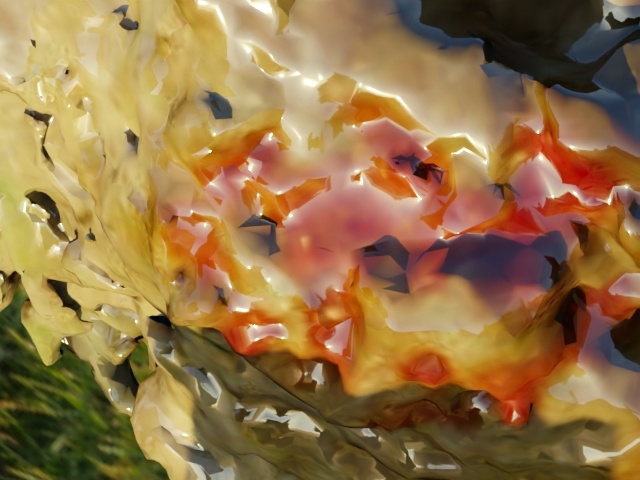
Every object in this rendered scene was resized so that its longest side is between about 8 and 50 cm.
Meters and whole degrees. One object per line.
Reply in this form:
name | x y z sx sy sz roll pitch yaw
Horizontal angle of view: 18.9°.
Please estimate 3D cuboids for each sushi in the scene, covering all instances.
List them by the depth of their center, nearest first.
sushi | -0.002 -0.041 0.441 0.225 0.238 0.219 -35 31 21
